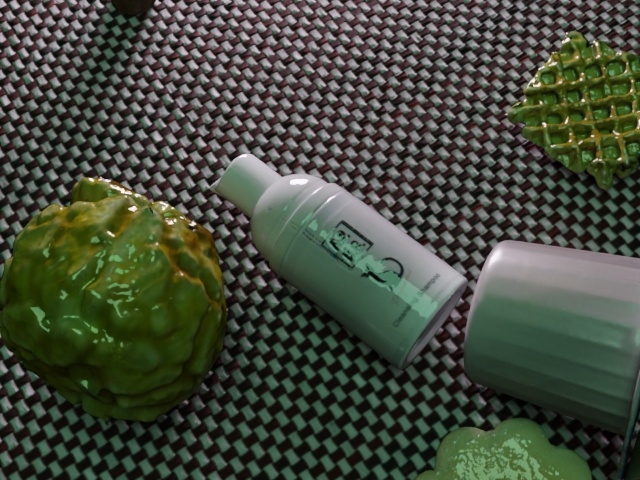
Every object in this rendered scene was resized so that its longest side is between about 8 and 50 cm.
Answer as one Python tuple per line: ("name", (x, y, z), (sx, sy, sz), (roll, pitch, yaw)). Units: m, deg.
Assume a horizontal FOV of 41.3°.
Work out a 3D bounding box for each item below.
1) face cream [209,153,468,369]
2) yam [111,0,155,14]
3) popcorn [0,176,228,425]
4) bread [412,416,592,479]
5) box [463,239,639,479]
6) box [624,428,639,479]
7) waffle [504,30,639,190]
("face cream", (0.000, 0.000, 1.100), (0.369, 0.145, 0.145), (36, 71, 15))
("yam", (-0.294, -0.419, 1.306), (0.084, 0.127, 0.084), (1, 61, -1))
("popcorn", (-0.237, 0.078, 1.008), (0.282, 0.282, 0.247), (36, 59, 16))
("bread", (0.199, 0.320, 1.011), (0.182, 0.039, 0.251), (38, 72, 16))
("box", (0.291, 0.127, 1.019), (0.206, 0.262, 0.291), (15, 110, 24))
("box", (0.479, 0.232, 1.015), (0.168, 0.095, 0.212), (24, 68, 10))
("waffle", (0.401, -0.189, 1.229), (0.204, 0.054, 0.223), (34, 73, 15))
